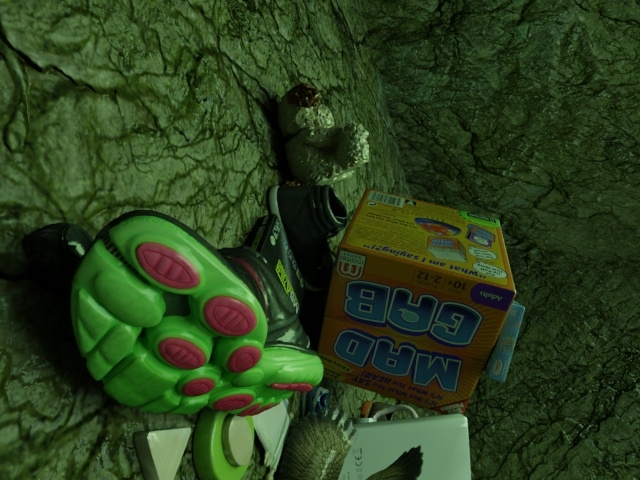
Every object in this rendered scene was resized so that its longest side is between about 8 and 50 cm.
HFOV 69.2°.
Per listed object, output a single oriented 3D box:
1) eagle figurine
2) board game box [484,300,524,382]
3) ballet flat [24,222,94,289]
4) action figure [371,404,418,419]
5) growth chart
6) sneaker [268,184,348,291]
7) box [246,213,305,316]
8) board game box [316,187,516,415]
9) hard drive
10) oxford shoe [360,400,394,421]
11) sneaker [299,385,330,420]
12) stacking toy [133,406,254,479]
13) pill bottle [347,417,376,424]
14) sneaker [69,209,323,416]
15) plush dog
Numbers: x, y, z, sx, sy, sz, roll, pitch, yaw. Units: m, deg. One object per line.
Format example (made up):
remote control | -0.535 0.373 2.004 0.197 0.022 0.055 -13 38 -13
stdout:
eagle figurine | 0.025 0.471 0.818 0.225 0.226 0.299 151 -42 -83
board game box | 0.392 0.203 1.034 0.211 0.039 0.160 -12 116 -81
ballet flat | -0.242 0.048 0.496 0.058 0.049 0.173 -84 164 -48
action figure | 0.289 0.598 1.148 0.370 0.248 0.276 -81 146 -79
growth chart | -0.096 0.287 0.843 0.172 0.021 0.237 -60 138 -61
sneaker | 0.000 0.000 1.037 0.105 0.146 0.296 -76 153 -51
box | -0.087 0.074 0.890 0.184 0.045 0.191 -81 155 -57
board game box | 0.218 0.131 1.134 0.356 0.356 0.357 -60 162 -61
hard drive | 0.142 0.499 0.968 0.047 0.352 0.233 157 -69 -78
oxford shoe | 0.161 0.573 1.354 0.271 0.098 0.097 -63 141 -59
sneaker | -0.010 0.384 0.996 0.053 0.059 0.144 45 43 -63
stacking toy | -0.110 0.358 0.610 0.309 0.130 0.280 20 65 -69
pill bottle | 0.108 0.555 1.200 0.108 0.107 0.180 43 43 -62
sneaker | -0.139 0.096 0.588 0.202 0.185 0.483 62 -2 29
plush dog | -0.027 -0.238 1.068 0.262 0.210 0.226 157 -89 -81
